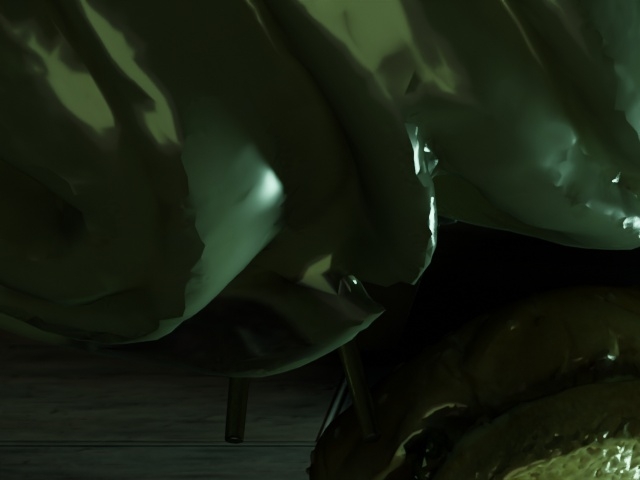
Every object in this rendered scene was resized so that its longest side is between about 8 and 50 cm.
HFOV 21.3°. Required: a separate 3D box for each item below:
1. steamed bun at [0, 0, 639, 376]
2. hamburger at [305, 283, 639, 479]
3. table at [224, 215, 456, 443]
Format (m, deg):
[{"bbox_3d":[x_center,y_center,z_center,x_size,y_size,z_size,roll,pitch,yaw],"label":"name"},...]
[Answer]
[{"bbox_3d":[-0.041,-0.102,0.446,0.368,0.255,0.342,-4,144,26],"label":"steamed bun"},{"bbox_3d":[0.134,0.116,0.933,0.286,0.146,0.243,-18,151,5],"label":"hamburger"},{"bbox_3d":[0.000,0.000,0.783,0.122,0.111,0.240,0,145,-10],"label":"table"}]
